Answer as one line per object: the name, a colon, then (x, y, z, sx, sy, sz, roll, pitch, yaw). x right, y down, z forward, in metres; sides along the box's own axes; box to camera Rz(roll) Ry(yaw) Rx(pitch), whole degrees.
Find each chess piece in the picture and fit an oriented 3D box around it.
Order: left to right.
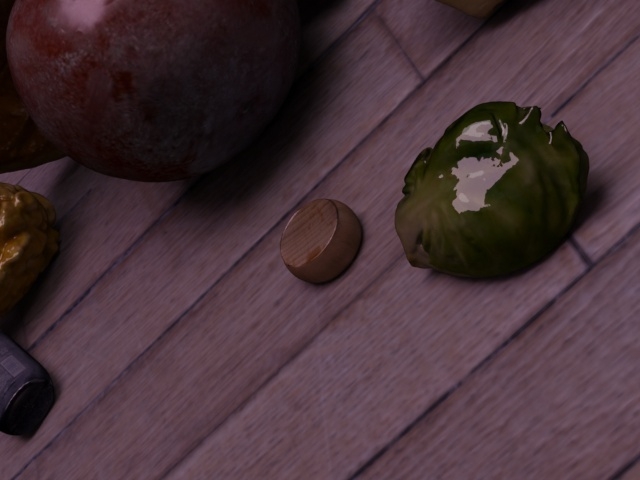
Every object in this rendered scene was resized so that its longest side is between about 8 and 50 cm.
chess piece: (0.000, 0.000, 1.280, 0.084, 0.038, 0.083, -28, 42, 29)

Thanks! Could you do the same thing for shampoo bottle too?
shampoo bottle: (-0.381, 0.156, 1.580, 0.087, 0.049, 0.234, -56, 34, -7)

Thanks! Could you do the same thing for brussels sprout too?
brussels sprout: (0.136, -0.039, 1.112, 0.181, 0.100, 0.139, -25, 62, 19)

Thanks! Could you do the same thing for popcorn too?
popcorn: (-0.400, 0.006, 1.640, 0.140, 0.163, 0.194, 22, 46, 27)

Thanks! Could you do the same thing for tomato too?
tomato: (-0.174, -0.215, 1.429, 0.282, 0.317, 0.316, 39, 92, 18)

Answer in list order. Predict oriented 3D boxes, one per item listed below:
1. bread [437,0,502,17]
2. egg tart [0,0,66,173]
bread: (0.143, -0.404, 1.248, 0.279, 0.207, 0.279, 120, 162, -47)
egg tart: (-0.390, -0.267, 1.607, 0.443, 0.443, 0.178, -43, 58, 15)
